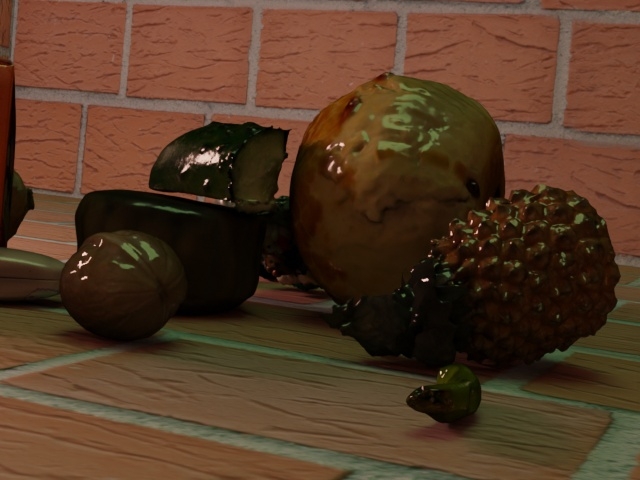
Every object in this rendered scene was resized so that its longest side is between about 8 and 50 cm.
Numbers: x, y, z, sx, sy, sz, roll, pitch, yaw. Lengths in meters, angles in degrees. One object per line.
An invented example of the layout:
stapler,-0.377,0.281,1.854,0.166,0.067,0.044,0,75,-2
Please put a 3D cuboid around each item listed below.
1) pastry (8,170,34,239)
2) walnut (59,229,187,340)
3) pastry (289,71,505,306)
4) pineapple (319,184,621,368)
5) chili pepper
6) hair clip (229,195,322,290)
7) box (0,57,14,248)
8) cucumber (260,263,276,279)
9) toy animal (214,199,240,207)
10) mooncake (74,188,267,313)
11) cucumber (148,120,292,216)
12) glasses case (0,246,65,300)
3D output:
pastry,-0.638,-0.069,1.870,0.257,0.121,0.235,-30,-33,26
walnut,-0.234,0.053,1.282,0.162,0.140,0.140,21,13,36
pastry,0.109,-0.063,1.637,0.312,0.389,0.388,7,4,23
pineapple,0.180,0.069,1.316,0.357,0.223,0.223,-17,14,-26
chili pepper,0.128,0.148,1.035,0.052,0.050,0.201,-33,-8,11
hair clip,-0.053,0.029,1.824,0.138,0.091,0.321,-8,-26,19
box,-0.614,-0.110,1.567,0.318,0.257,0.348,3,-14,-14
cucumber,-0.091,0.043,2.120,0.069,0.069,0.227,6,1,7
toy animal,-0.184,-0.051,2.163,0.138,0.236,0.108,1,15,-29
mooncake,-0.225,0.017,1.596,0.290,0.161,0.290,8,4,-1
cucumber,-0.176,-0.119,1.627,0.105,0.145,0.325,16,-5,-34
glasses case,-0.495,0.042,1.468,0.296,0.075,0.113,5,2,-17
